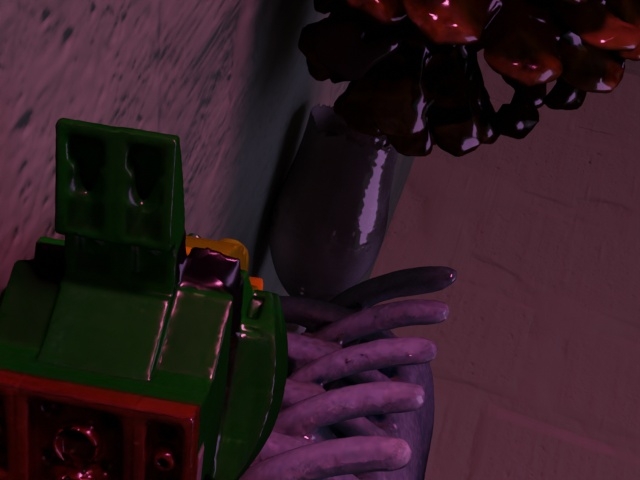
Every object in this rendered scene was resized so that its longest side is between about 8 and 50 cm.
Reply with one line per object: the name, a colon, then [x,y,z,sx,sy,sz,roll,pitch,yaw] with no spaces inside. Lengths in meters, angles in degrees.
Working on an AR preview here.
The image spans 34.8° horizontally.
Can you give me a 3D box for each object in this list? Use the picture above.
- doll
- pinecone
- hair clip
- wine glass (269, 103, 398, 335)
doll: [-0.065,0.038,0.393,0.186,0.106,0.134,42,55,-83]
pinecone: [0.091,-0.163,0.629,0.292,0.246,0.246,121,-7,-55]
hair clip: [0.006,0.184,0.699,0.318,0.392,0.238,-54,136,-64]
wine glass: [0.000,0.000,0.873,0.103,0.103,0.222,-52,159,-71]
